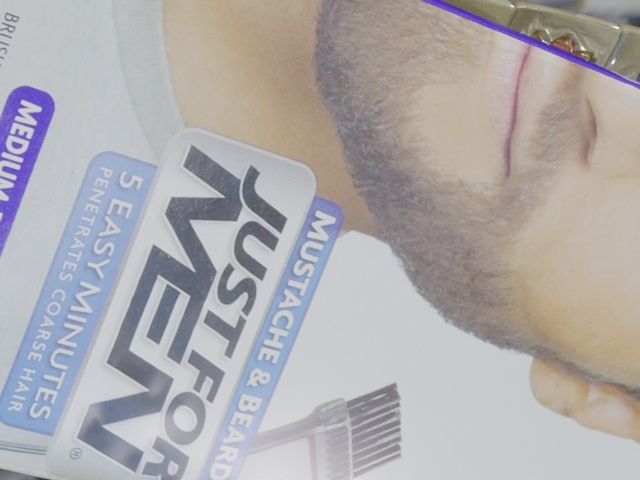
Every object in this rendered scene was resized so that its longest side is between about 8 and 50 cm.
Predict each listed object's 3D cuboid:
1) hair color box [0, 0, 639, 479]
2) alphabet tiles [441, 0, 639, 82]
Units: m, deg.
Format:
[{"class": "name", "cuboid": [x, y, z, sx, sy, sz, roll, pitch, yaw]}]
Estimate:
[{"class": "hair color box", "cuboid": [0.000, 0.000, 0.663, 0.110, 0.338, 0.185, 32, -78, 57]}, {"class": "alphabet tiles", "cuboid": [0.071, 0.023, 0.874, 0.011, 0.342, 0.285, 55, -51, 45]}]
